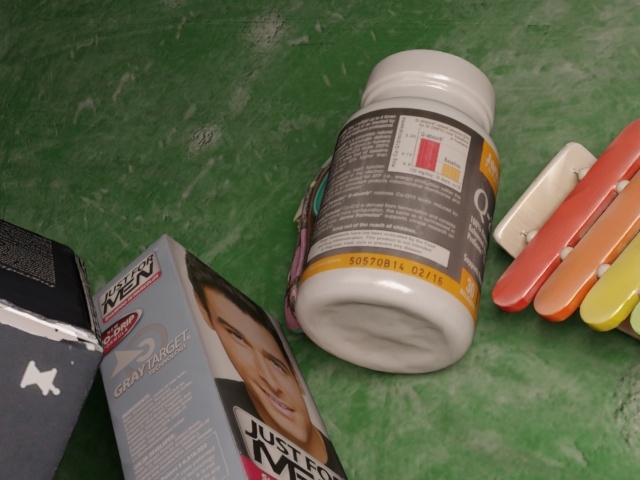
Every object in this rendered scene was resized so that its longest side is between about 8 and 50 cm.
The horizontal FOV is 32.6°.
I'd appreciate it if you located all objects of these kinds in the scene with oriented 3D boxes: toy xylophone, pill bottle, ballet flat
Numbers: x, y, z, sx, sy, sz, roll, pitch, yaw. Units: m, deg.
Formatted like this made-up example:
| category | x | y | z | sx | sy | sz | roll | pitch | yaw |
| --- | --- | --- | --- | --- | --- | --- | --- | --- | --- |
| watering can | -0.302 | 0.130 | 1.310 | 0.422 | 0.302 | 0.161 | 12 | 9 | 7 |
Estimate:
| category | x | y | z | sx | sy | sz | roll | pitch | yaw |
| --- | --- | --- | --- | --- | --- | --- | --- | --- | --- |
| toy xylophone | 0.282 | -0.008 | 0.847 | 0.236 | 0.081 | 0.322 | -53 | 27 | -10 |
| pill bottle | 0.081 | -0.031 | 1.018 | 0.162 | 0.162 | 0.278 | -11 | 51 | 37 |
| ballet flat | 0.000 | 0.000 | 1.150 | 0.079 | 0.077 | 0.221 | -31 | 37 | 50 |

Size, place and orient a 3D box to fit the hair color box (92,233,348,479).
| category | x | y | z | sx | sy | sz | roll | pitch | yaw |
| --- | --- | --- | --- | --- | --- | --- | --- | --- | --- |
| hair color box | -0.081 | 0.177 | 0.971 | 0.113 | 0.185 | 0.374 | -40 | 39 | 10 |

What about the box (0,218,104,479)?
| category | x | y | z | sx | sy | sz | roll | pitch | yaw |
| --- | --- | --- | --- | --- | --- | --- | --- | --- | --- |
| box | -0.417 | 0.210 | 0.959 | 0.480 | 0.297 | 0.472 | -68 | 18 | 1 |
